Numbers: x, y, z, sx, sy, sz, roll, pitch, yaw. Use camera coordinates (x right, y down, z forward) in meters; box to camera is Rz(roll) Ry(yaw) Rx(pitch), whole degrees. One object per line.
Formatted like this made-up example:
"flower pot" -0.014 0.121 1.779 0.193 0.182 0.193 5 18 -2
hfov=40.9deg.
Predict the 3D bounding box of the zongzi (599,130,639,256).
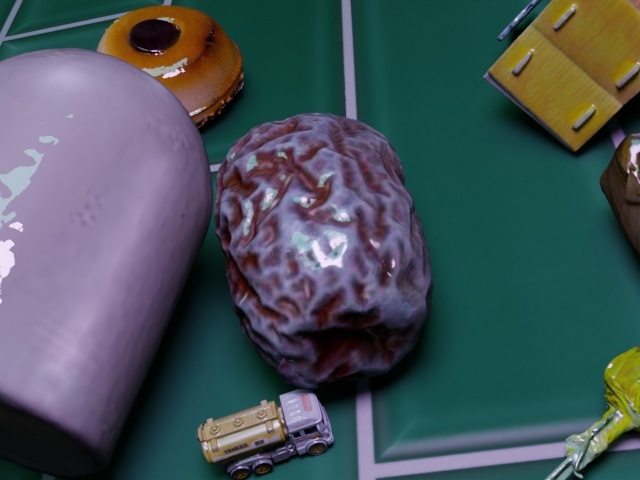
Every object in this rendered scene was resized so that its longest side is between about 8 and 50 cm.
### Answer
"zongzi" 0.448 0.007 0.828 0.274 0.145 0.300 -12 60 -2

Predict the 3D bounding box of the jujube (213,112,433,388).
"jujube" 0.000 0.000 0.902 0.226 0.226 0.317 -13 45 4

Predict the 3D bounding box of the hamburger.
"hamburger" -0.225 -0.251 1.271 0.237 0.147 0.237 -2 52 2

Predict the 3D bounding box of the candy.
"candy" 0.229 0.188 0.752 0.262 0.073 0.077 -40 29 -12

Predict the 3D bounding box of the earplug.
"earplug" -0.278 0.000 0.874 0.312 0.313 0.394 8 57 24

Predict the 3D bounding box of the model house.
"model house" 0.388 -0.250 1.100 0.300 0.340 0.323 43 92 1

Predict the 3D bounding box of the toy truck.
"toy truck" -0.054 0.185 0.831 0.123 0.063 0.052 -19 43 -1
